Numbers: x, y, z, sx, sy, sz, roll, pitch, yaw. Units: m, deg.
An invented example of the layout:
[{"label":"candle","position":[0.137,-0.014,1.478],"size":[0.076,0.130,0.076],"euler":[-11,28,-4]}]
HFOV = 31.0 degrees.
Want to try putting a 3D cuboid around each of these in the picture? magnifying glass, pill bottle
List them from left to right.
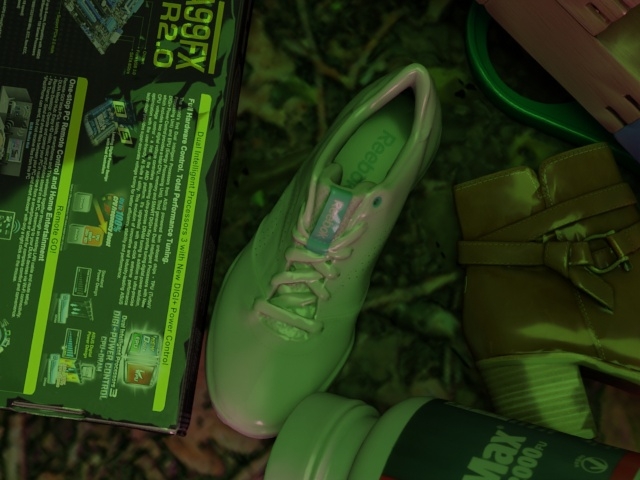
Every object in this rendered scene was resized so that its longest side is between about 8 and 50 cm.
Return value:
[{"label":"pill bottle","position":[0.068,0.133,0.543],"size":[0.180,0.108,0.108],"euler":[12,79,27]},{"label":"magnifying glass","position":[0.172,-0.063,0.647],"size":[0.092,0.026,0.231],"euler":[-40,81,-8]}]

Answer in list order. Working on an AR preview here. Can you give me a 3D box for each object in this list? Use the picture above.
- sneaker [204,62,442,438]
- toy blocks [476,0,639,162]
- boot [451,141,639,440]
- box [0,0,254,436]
[{"label":"sneaker","position":[0.000,0.000,0.594],"size":[0.080,0.094,0.212],"euler":[25,81,2]},{"label":"toy blocks","position":[0.211,-0.205,0.601],"size":[0.261,0.191,0.381],"euler":[43,71,-4]},{"label":"boot","position":[0.171,0.020,0.608],"size":[0.197,0.073,0.152],"euler":[-10,77,-6]},{"label":"box","position":[-0.158,-0.044,0.616],"size":[0.216,0.060,0.270],"euler":[7,80,-1]}]
